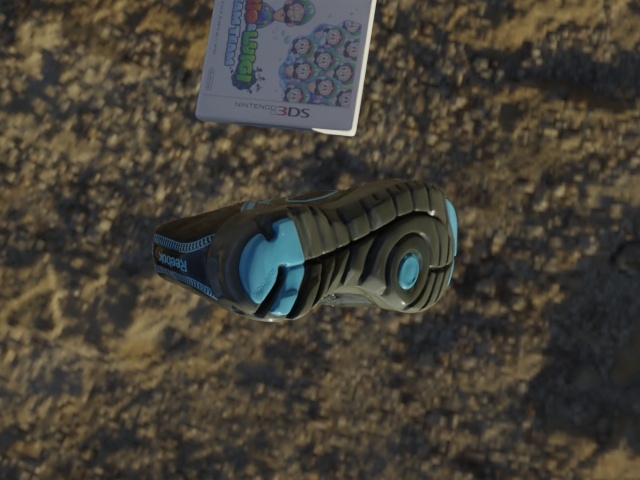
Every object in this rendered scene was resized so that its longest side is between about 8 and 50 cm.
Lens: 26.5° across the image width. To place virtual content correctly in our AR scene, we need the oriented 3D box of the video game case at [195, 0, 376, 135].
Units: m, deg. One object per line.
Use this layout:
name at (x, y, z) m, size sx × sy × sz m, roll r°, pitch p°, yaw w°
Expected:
video game case at (-0.028, -0.175, 1.182) m, size 0.143 × 0.157 × 0.019 m, roll 7°, pitch 172°, yaw 15°

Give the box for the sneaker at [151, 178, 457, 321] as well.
sneaker at (0.000, 0.000, 1.236) m, size 0.139 × 0.340 × 0.125 m, roll 9°, pitch 95°, yaw 40°
